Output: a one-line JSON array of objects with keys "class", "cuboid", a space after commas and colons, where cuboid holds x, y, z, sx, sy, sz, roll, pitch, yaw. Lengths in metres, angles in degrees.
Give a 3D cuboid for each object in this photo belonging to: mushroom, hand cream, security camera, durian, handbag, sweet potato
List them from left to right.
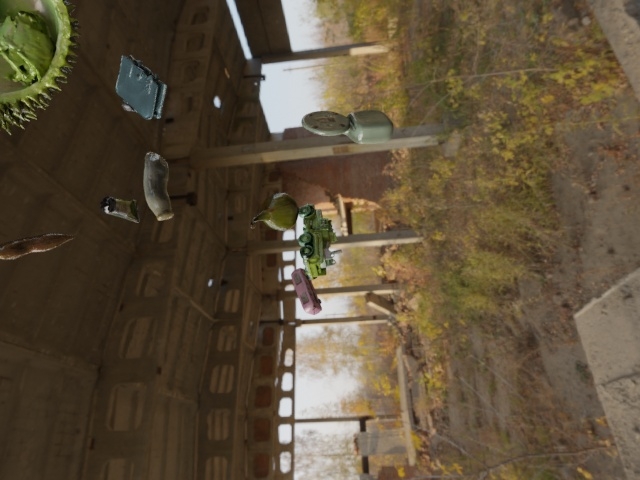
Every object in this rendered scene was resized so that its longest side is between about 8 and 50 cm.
[{"class": "durian", "cuboid": [-0.549, -0.346, 0.731, 0.169, 0.157, 0.356, 17, -82, -54]}, {"class": "sweet potato", "cuboid": [-0.854, 0.013, 1.204, 0.218, 0.065, 0.051, -22, -56, -46]}, {"class": "hand cream", "cuboid": [-0.690, -0.111, 1.413, 0.235, 0.055, 0.087, 87, -179, -89]}, {"class": "handbag", "cuboid": [-0.698, -0.597, 1.578, 0.062, 0.229, 0.179, -31, -22, -50]}, {"class": "mushroom", "cuboid": [-0.701, -0.235, 1.737, 0.109, 0.097, 0.352, 11, -127, -45]}, {"class": "security camera", "cuboid": [0.085, -0.365, 1.318, 0.157, 0.301, 0.080, -110, 20, -46]}]

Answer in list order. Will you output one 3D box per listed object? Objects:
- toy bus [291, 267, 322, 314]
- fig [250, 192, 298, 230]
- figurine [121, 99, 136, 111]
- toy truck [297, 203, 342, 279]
[{"class": "toy bus", "cuboid": [-0.059, 0.211, 1.694, 0.090, 0.063, 0.203, 33, -151, -56]}, {"class": "fig", "cuboid": [-0.161, -0.075, 1.284, 0.236, 0.124, 0.125, -32, -60, -54]}, {"class": "figurine", "cuboid": [-0.833, -0.594, 1.808, 0.060, 0.105, 0.047, 79, -153, -78]}, {"class": "toy truck", "cuboid": [-0.003, -0.002, 1.387, 0.128, 0.135, 0.260, 77, -177, -50]}]
